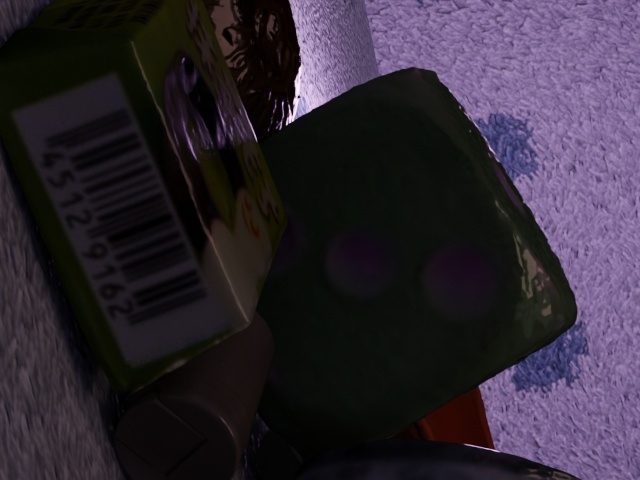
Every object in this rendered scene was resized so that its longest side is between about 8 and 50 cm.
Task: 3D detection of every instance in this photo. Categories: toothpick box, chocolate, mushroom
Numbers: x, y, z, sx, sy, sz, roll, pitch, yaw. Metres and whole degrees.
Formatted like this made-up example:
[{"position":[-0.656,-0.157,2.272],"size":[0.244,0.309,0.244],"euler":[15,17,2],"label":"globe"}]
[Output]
[{"position":[-0.108,0.138,1.393],"size":[0.181,0.111,0.111],"euler":[-70,148,-61],"label":"toothpick box"},{"position":[-0.145,-0.069,1.351],"size":[0.289,0.137,0.301],"euler":[-74,147,-67],"label":"chocolate"},{"position":[-0.114,-0.212,1.658],"size":[0.278,0.163,0.297],"euler":[-87,162,-53],"label":"mushroom"}]

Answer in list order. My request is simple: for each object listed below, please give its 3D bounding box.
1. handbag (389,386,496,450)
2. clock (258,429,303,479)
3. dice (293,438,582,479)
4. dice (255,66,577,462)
[{"position":[0.099,0.231,2.109],"size":[0.303,0.116,0.410],"euler":[34,-24,39],"label":"handbag"},{"position":[0.029,0.301,1.838],"size":[0.265,0.108,0.324],"euler":[62,11,19],"label":"clock"},{"position":[0.117,0.397,1.490],"size":[0.330,0.328,0.348],"euler":[33,57,-48],"label":"dice"},{"position":[0.061,0.030,1.649],"size":[0.322,0.330,0.318],"euler":[61,11,7],"label":"dice"}]
